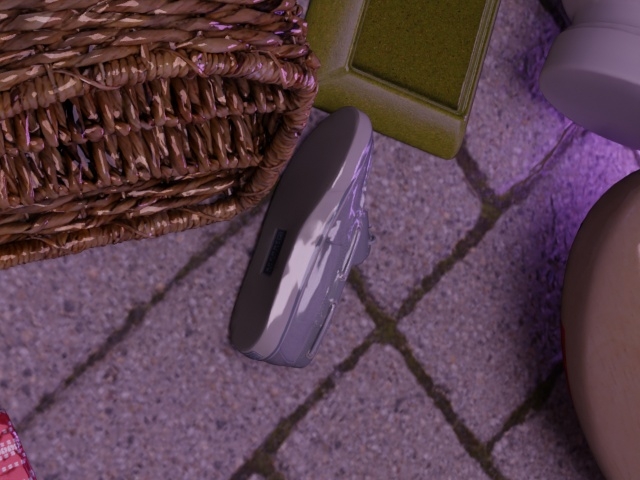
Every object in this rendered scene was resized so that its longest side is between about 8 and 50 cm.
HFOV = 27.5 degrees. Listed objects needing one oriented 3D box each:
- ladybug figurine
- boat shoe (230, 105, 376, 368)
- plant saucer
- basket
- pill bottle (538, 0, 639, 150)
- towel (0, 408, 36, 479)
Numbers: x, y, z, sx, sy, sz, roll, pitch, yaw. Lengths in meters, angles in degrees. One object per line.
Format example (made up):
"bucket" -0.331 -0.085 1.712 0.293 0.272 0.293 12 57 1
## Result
"ladybug figurine" 0.367 0.116 1.249 0.305 0.162 0.449 -29 113 -12
"boat shoe" 0.000 0.001 1.111 0.081 0.079 0.228 25 87 -35
"plant saucer" 0.081 -0.187 1.157 0.188 0.045 0.188 19 84 -29
"basket" -0.152 -0.094 0.936 0.299 0.213 0.223 -11 98 -28
"pill bottle" 0.346 -0.275 1.206 0.210 0.210 0.363 29 79 -27
"towel" -0.281 0.289 0.991 0.199 0.031 0.275 -23 102 -24
